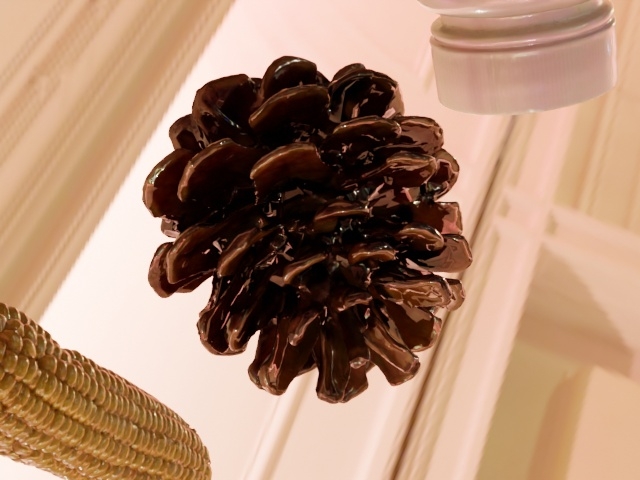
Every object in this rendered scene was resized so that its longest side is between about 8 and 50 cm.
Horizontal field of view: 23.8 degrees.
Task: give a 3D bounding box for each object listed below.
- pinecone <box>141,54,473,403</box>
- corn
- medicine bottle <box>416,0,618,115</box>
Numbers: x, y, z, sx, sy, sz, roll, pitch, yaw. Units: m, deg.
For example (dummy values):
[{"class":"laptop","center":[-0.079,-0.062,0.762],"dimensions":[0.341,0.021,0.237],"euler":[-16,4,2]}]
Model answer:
[{"class":"pinecone","center":[0.000,0.000,0.889],"dimensions":[0.207,0.208,0.208],"euler":[9,-135,-10]},{"class":"corn","center":[-0.184,0.137,1.161],"dimensions":[0.313,0.102,0.102],"euler":[36,-152,-44]},{"class":"medicine bottle","center":[0.181,-0.327,1.461],"dimensions":[0.213,0.379,0.213],"euler":[-8,-160,3]}]
